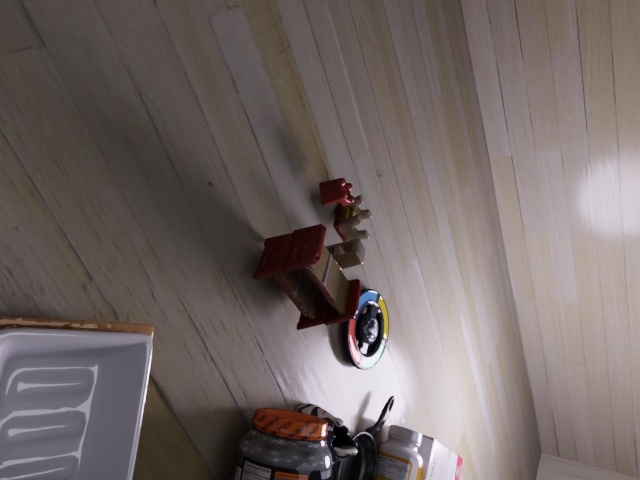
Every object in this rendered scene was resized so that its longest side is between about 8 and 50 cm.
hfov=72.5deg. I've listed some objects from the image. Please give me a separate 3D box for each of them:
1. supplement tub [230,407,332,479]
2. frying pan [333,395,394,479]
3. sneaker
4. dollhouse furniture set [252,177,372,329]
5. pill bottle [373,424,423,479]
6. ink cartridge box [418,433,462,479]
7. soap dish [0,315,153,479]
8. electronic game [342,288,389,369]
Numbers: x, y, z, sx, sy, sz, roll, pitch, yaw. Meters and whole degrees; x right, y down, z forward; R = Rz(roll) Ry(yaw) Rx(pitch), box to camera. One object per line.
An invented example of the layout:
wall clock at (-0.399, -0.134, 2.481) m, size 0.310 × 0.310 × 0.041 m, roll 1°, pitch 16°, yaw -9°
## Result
supplement tub at (-0.085, 0.503, 0.843) m, size 0.193 × 0.193 × 0.316 m, roll 28°, pitch 67°, yaw -48°
frying pan at (0.113, 0.567, 1.211) m, size 0.197 × 0.053 × 0.326 m, roll 44°, pitch 54°, yaw -42°
sneaker at (0.013, 0.506, 1.001) m, size 0.094 × 0.153 × 0.235 m, roll 14°, pitch 78°, yaw -50°
dollhouse furniture set at (0.000, 0.000, 1.040) m, size 0.201 × 0.152 × 0.374 m, roll 57°, pitch 30°, yaw -33°
pill bottle at (0.223, 0.682, 1.278) m, size 0.136 × 0.136 × 0.246 m, roll 46°, pitch 55°, yaw -41°
ink cartridge box at (0.350, 0.786, 1.445) m, size 0.306 × 0.131 × 0.226 m, roll 46°, pitch 55°, yaw -39°
soap dish at (-0.355, 0.247, 0.562) m, size 0.228 × 0.118 × 0.291 m, roll 18°, pitch 75°, yaw -50°
electronic game at (0.135, 0.253, 1.252) m, size 0.229 × 0.048 × 0.230 m, roll 1°, pitch 88°, yaw -53°
